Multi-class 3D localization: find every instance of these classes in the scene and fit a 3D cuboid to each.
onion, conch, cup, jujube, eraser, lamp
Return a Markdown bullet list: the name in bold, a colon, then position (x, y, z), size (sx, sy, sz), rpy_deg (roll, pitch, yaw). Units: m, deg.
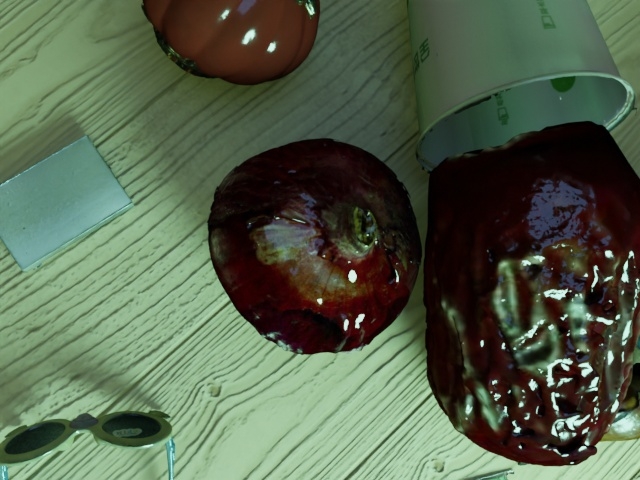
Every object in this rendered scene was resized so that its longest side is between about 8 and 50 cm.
- **onion**: position (0.000, 0.000, 0.842), size (0.252, 0.219, 0.252), rpy_deg (2, 82, -17)
- **conch**: position (0.349, 0.208, 0.921), size (0.233, 0.080, 0.086), rpy_deg (-20, 104, -14)
- **cup**: position (0.211, -0.240, 0.915), size (0.253, 0.253, 0.273), rpy_deg (-7, 72, -9)
- **jujube**: position (0.224, 0.055, 0.833), size (0.259, 0.258, 0.376), rpy_deg (5, 98, -7)
- **eraser**: position (-0.311, -0.044, 0.904), size (0.150, 0.023, 0.104), rpy_deg (-34, 86, -12)
- **lamp**: position (-0.099, -0.290, 0.881), size (0.227, 0.227, 0.226), rpy_deg (1, 80, -8)

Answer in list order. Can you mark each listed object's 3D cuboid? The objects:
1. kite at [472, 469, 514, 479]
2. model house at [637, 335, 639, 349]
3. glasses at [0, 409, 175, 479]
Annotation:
- **kite**: position (0.123, 0.394, 0.884), size (0.268, 0.013, 0.323), rpy_deg (28, 70, 2)
- **model house**: position (0.514, 0.025, 0.851), size (0.184, 0.291, 0.253), rpy_deg (48, 51, -6)
- **glasses**: position (-0.247, 0.297, 0.819), size (0.190, 0.088, 0.220), rpy_deg (-5, 81, -9)
